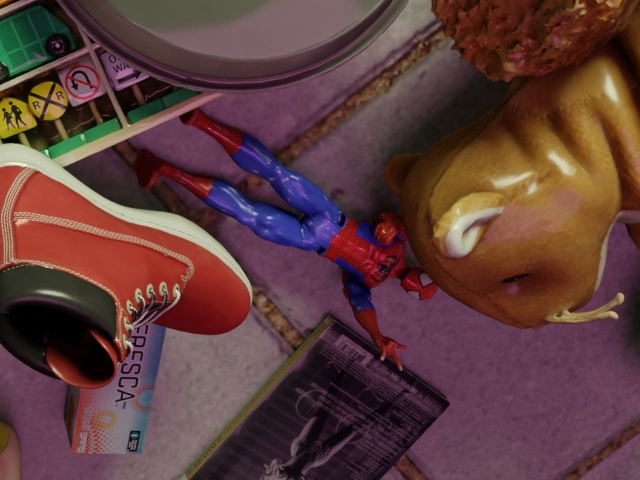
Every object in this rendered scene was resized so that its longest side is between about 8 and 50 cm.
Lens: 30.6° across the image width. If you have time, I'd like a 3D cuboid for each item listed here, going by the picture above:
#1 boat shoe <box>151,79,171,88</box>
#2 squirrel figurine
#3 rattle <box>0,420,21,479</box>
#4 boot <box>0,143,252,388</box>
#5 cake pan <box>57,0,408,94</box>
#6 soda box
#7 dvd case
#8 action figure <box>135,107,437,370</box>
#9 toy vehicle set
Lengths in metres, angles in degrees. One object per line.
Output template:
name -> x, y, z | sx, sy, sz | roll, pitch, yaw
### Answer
boat shoe -> -0.088, -0.138, 0.868 | 0.152, 0.056, 0.049 | -8, 93, -8
squirrel figurine -> 0.207, -0.128, 0.870 | 0.370, 0.281, 0.397 | -27, 116, 5
rattle -> -0.313, 0.226, 0.961 | 0.143, 0.130, 0.199 | -4, 144, -5
boot -> -0.126, 0.050, 0.788 | 0.088, 0.176, 0.244 | -46, 134, 17
cake pan -> -0.055, -0.243, 0.765 | 0.293, 0.054, 0.293 | -1, 97, -9
soda box -> -0.163, 0.082, 0.944 | 0.063, 0.058, 0.183 | 5, 114, -22
dvd case -> -0.007, 0.189, 1.075 | 0.164, 0.018, 0.221 | 37, 99, -31
action figure -> 0.000, 0.000, 0.919 | 0.280, 0.139, 0.091 | 28, 105, -31
toy vehicle set -> -0.127, -0.165, 0.811 | 0.267, 0.035, 0.166 | -25, 100, -5
